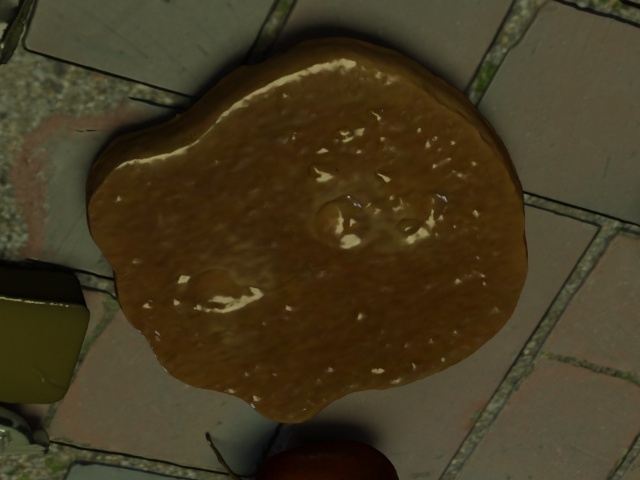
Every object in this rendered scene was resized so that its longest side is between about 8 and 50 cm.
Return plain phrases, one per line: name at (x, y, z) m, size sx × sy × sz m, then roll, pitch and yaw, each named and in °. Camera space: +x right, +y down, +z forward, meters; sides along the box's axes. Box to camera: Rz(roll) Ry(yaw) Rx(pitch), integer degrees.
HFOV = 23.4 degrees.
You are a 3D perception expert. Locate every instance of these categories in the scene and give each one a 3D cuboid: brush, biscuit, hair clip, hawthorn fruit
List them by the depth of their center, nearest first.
brush at (-0.307, 0.075, 1.338) m, size 0.197 × 0.059 × 0.123 m, roll 9°, pitch 126°, yaw -21°
biscuit at (0.000, -0.001, 1.369) m, size 0.365 × 0.062 × 0.385 m, roll -27°, pitch 129°, yaw 7°
hair clip at (-0.354, 0.185, 1.382) m, size 0.220 × 0.054 × 0.140 m, roll -7°, pitch 154°, yaw -11°
hawthorn fruit at (-0.021, 0.266, 1.511) m, size 0.204 × 0.162 × 0.162 m, roll 13°, pitch 121°, yaw -13°

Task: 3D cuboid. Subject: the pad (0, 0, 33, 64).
pad at (-0.275, -0.243, 1.137) m, size 0.174 × 0.022 × 0.233 m, roll 16°, pitch 118°, yaw -25°
